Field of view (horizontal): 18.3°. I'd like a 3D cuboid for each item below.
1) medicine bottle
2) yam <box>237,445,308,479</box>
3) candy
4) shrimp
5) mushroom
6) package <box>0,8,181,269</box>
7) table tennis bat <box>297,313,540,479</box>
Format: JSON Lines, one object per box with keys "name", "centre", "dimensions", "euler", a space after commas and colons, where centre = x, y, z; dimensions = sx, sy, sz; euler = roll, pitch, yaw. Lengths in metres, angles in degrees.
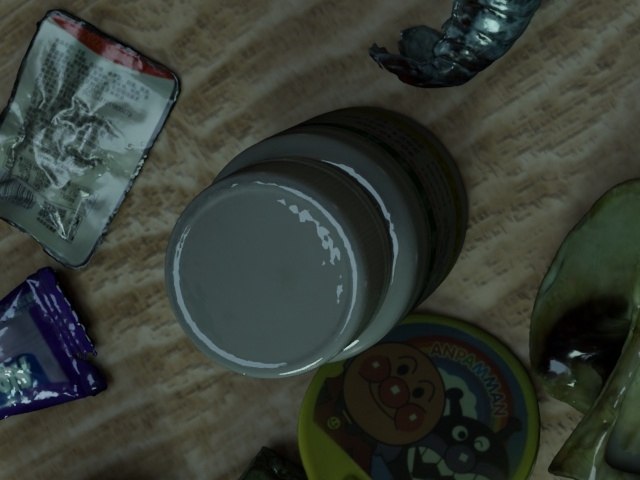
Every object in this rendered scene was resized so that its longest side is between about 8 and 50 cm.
{"name": "medicine bottle", "centre": [0.000, 0.000, 1.787], "dimensions": [0.208, 0.339, 0.208], "euler": [3, 102, 16]}
{"name": "yam", "centre": [0.003, 0.329, 1.947], "dimensions": [0.268, 0.161, 0.161], "euler": [32, 107, 11]}
{"name": "candy", "centre": [-0.361, 0.136, 2.065], "dimensions": [0.275, 0.070, 0.145], "euler": [-23, 99, 15]}
{"name": "shrimp", "centre": [0.178, -0.297, 1.758], "dimensions": [0.166, 0.221, 0.411], "euler": [38, 124, 31]}
{"name": "mushroom", "centre": [0.327, 0.094, 1.830], "dimensions": [0.217, 0.212, 0.292], "euler": [11, 92, -30]}
{"name": "package", "centre": [-0.254, -0.101, 2.008], "dimensions": [0.166, 0.040, 0.232], "euler": [28, 99, 7]}
{"name": "table tennis bat", "centre": [0.048, 0.222, 1.875], "dimensions": [0.224, 0.054, 0.368], "euler": [43, 74, 14]}
